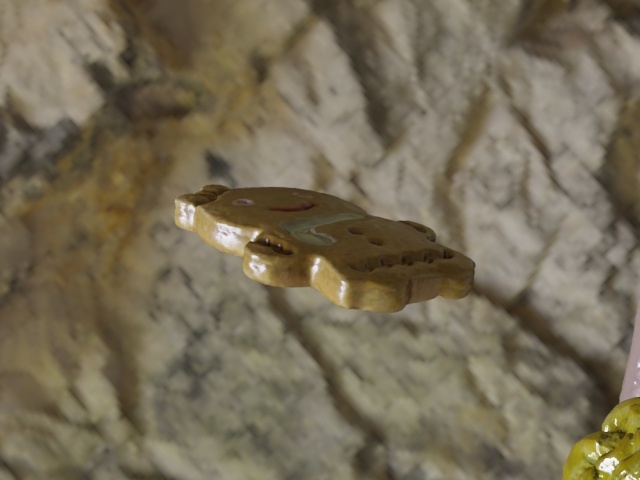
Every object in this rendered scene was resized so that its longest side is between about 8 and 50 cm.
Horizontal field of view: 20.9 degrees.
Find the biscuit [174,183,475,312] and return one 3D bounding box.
[{"bbox_3d":[0.000,-0.003,1.347,0.184,0.249,0.035,-7,-68,-41],"label":"biscuit"}]

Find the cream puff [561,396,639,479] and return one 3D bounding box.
[{"bbox_3d":[0.249,0.172,1.245,0.156,0.156,0.121,-54,19,44],"label":"cream puff"}]

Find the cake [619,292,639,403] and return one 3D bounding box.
[{"bbox_3d":[0.452,0.120,1.770,0.309,0.237,0.230,11,-88,-64],"label":"cake"}]
